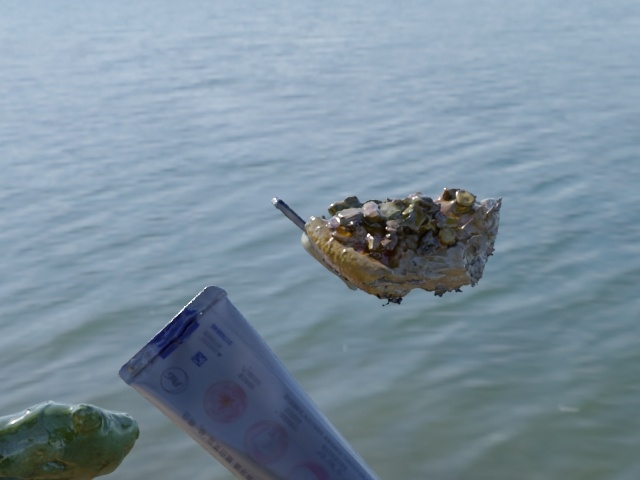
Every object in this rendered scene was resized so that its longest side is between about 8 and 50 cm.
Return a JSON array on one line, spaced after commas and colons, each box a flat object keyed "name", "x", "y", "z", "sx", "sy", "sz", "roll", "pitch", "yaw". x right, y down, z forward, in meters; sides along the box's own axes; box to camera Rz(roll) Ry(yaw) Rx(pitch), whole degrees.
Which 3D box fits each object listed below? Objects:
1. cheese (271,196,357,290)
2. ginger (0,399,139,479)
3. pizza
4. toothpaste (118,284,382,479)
[{"name": "cheese", "x": 0.004, "y": 0.003, "z": 1.374, "sx": 0.171, "sy": 0.047, "sz": 0.092, "roll": 41, "pitch": 0, "yaw": -40}, {"name": "ginger", "x": -0.318, "y": 0.221, "z": 0.990, "sx": 0.290, "sy": 0.137, "sz": 0.089, "roll": -24, "pitch": 46, "yaw": -12}, {"name": "pizza", "x": 0.103, "y": -0.007, "z": 1.047, "sx": 0.226, "sy": 0.069, "sz": 0.147, "roll": -7, "pitch": 33, "yaw": -13}, {"name": "toothpaste", "x": -0.002, "y": 0.177, "z": 0.756, "sx": 0.100, "sy": 0.323, "sz": 0.066, "roll": -44, "pitch": -2, "yaw": -15}]
